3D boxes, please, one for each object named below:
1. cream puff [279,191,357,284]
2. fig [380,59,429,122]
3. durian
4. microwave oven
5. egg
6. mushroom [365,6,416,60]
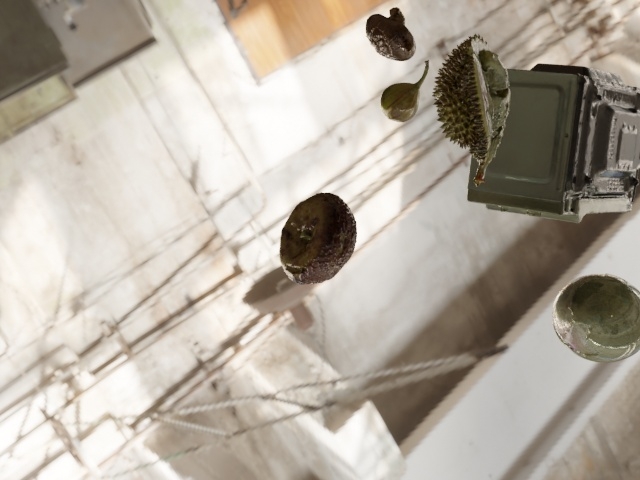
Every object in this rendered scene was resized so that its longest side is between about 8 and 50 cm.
[{"bbox_3d":[0.000,0.000,1.438,0.149,0.084,0.149,-31,-132,42],"label":"cream puff"},{"bbox_3d":[0.190,-0.334,2.118,0.093,0.093,0.166,-38,169,-28],"label":"fig"},{"bbox_3d":[0.214,-0.178,1.321,0.102,0.208,0.146,-6,177,33],"label":"durian"},{"bbox_3d":[0.465,-0.184,1.766,0.218,0.286,0.355,13,-170,37],"label":"microwave oven"},{"bbox_3d":[0.564,0.153,1.900,0.183,0.217,0.183,-22,-125,36],"label":"egg"},{"bbox_3d":[0.145,-0.426,1.956,0.085,0.109,0.126,-23,-148,-26],"label":"mushroom"}]
